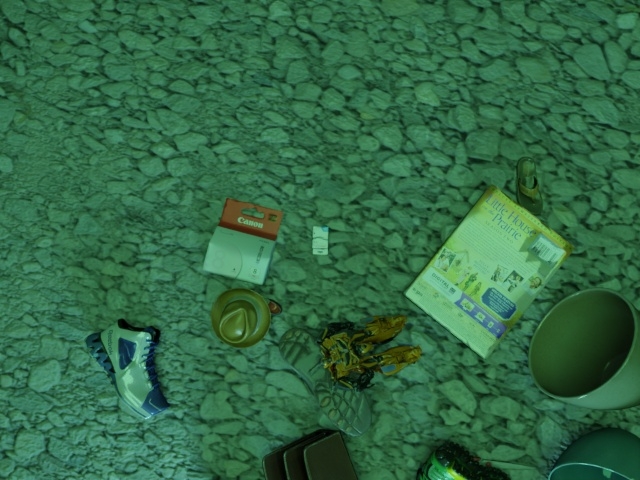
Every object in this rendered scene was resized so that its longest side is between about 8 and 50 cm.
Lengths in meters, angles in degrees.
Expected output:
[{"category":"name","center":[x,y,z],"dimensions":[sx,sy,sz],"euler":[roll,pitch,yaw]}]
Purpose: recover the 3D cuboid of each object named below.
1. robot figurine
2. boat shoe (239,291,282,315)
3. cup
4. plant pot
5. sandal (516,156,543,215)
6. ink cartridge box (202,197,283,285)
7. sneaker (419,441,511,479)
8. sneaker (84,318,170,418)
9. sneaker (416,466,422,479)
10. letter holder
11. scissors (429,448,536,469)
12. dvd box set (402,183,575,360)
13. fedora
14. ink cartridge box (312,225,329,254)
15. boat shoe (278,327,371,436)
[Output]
[{"category":"robot figurine","center":[0.129,0.302,1.791],"dimensions":[0.291,0.085,0.211],"euler":[-10,61,-29]},{"category":"boat shoe","center":[-0.178,0.186,1.908],"dimensions":[0.137,0.043,0.049],"euler":[24,85,3]},{"category":"cup","center":[0.773,0.326,1.745],"dimensions":[0.237,0.331,0.331],"euler":[34,87,-22]},{"category":"plant pot","center":[0.791,0.625,1.735],"dimensions":[0.290,0.290,0.195],"euler":[38,52,5]},{"category":"sandal","center":[0.617,-0.163,1.897],"dimensions":[0.072,0.049,0.180],"euler":[-5,85,2]},{"category":"ink cartridge box","center":[-0.231,0.002,1.922],"dimensions":[0.189,0.066,0.232],"euler":[14,90,4]},{"category":"sneaker","center":[0.428,0.698,1.799],"dimensions":[0.344,0.134,0.146],"euler":[37,119,-8]},{"category":"sneaker","center":[-0.526,0.349,1.868],"dimensions":[0.182,0.127,0.315],"euler":[-40,83,1]},{"category":"sneaker","center":[0.302,0.739,1.820],"dimensions":[0.067,0.078,0.188],"euler":[-1,84,16]},{"category":"letter holder","center":[-0.011,0.705,1.765],"dimensions":[0.215,0.152,0.301],"euler":[-18,84,-25]},{"category":"scissors","center":[0.465,0.635,1.852],"dimensions":[0.297,0.021,0.108],"euler":[-10,85,2]},{"category":"dvd box set","center":[0.487,0.090,1.877],"dimensions":[0.308,0.062,0.420],"euler":[38,88,5]},{"category":"fedora","center":[-0.239,0.234,1.866],"dimensions":[0.195,0.079,0.194],"euler":[2,104,7]},{"category":"ink cartridge box","center":[0.000,0.000,1.922],"dimensions":[0.048,0.028,0.083],"euler":[1,86,3]},{"category":"boat shoe","center":[0.022,0.398,1.840],"dimensions":[0.132,0.130,0.355],"euler":[-36,79,-4]}]
